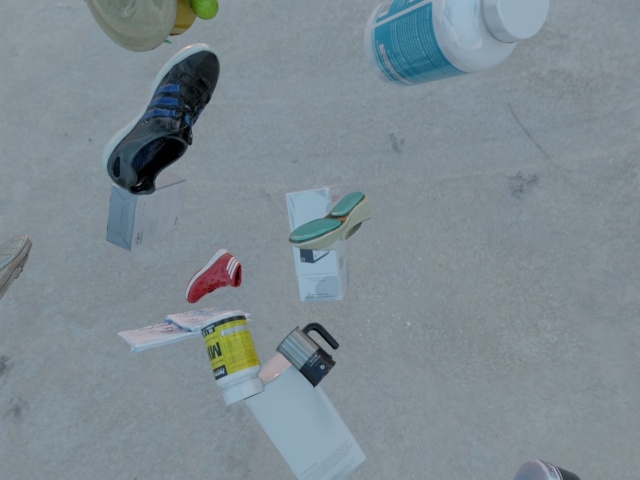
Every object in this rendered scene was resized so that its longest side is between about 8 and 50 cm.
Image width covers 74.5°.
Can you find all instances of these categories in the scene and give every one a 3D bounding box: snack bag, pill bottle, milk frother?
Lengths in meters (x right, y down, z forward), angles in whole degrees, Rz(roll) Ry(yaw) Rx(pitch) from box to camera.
[{"bbox_3d":[-0.428,0.261,1.293,0.323,0.342,0.037,-5,93,57],"label":"snack bag"},{"bbox_3d":[0.188,-0.316,0.620,0.146,0.146,0.264,-54,28,-6],"label":"pill bottle"},{"bbox_3d":[-0.218,0.293,1.058,0.119,0.119,0.209,-24,72,6],"label":"pill bottle"},{"bbox_3d":[-0.031,0.298,1.088,0.134,0.143,0.129,42,48,13],"label":"milk frother"}]

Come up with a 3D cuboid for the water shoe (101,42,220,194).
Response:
[{"bbox_3d":[-0.174,-0.142,0.512,0.080,0.073,0.203,36,89,27],"label":"water shoe"}]

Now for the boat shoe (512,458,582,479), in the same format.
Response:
[{"bbox_3d":[0.384,0.550,0.798,0.105,0.113,0.306,20,101,-11],"label":"boat shoe"}]

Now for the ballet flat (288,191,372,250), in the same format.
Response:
[{"bbox_3d":[0.032,-0.024,0.906,0.086,0.086,0.248,37,49,21],"label":"ballet flat"}]

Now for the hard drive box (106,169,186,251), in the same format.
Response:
[{"bbox_3d":[-0.517,-0.096,1.263,0.089,0.232,0.181,23,113,9],"label":"hard drive box"}]

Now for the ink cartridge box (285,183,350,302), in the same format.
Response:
[{"bbox_3d":[0.000,0.000,1.230,0.129,0.223,0.308,-5,99,11],"label":"ink cartridge box"}]

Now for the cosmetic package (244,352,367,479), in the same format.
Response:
[{"bbox_3d":[-0.052,0.514,1.202,0.197,0.155,0.366,-32,98,-16],"label":"cosmetic package"}]

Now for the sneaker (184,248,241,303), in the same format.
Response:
[{"bbox_3d":[-0.355,0.145,1.425,0.128,0.087,0.221,36,91,24],"label":"sneaker"}]

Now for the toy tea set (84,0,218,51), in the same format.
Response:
[{"bbox_3d":[-0.147,-0.268,0.322,0.336,0.124,0.200,31,126,8],"label":"toy tea set"}]

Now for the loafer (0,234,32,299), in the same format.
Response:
[{"bbox_3d":[-0.424,0.048,0.556,0.045,0.039,0.125,-1,46,16],"label":"loafer"}]
